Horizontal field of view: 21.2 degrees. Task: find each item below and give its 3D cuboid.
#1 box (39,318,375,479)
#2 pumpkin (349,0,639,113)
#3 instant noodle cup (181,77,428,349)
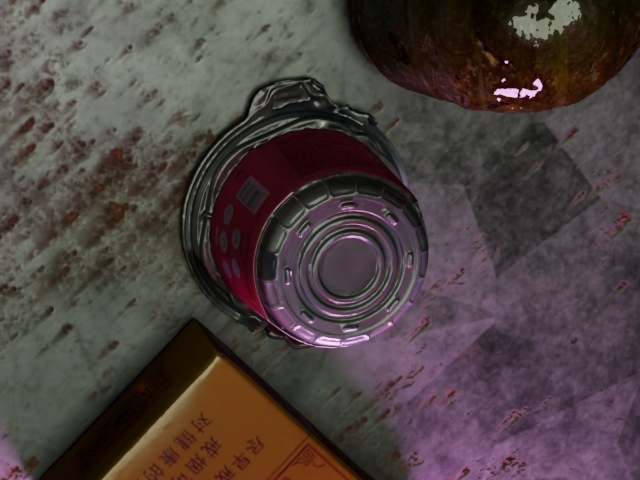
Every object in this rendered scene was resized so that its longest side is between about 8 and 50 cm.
[{"bbox_3d":[-0.076,0.319,1.881,0.264,0.116,0.415,-47,117,-1],"label":"box"},{"bbox_3d":[0.213,-0.259,1.732,0.325,0.232,0.242,-21,111,-16],"label":"pumpkin"},{"bbox_3d":[0.000,0.000,1.763,0.258,0.181,0.302,-21,113,-11],"label":"instant noodle cup"}]
